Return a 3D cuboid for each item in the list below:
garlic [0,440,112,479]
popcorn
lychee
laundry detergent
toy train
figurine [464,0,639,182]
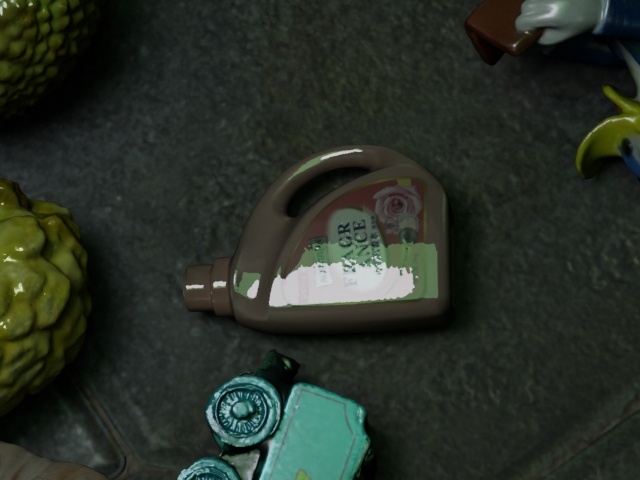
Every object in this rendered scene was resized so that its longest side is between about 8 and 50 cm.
[{"bbox_3d":[-0.286,0.296,1.527,0.322,0.241,0.322,13,65,-30],"label":"garlic"},{"bbox_3d":[-0.336,0.071,1.615,0.286,0.174,0.225,-11,42,6],"label":"popcorn"},{"bbox_3d":[-0.323,-0.230,1.682,0.270,0.320,0.270,1,83,-10],"label":"lychee"},{"bbox_3d":[0.000,0.000,1.662,0.237,0.076,0.171,-2,72,10],"label":"laundry detergent"},{"bbox_3d":[-0.038,0.199,1.592,0.154,0.107,0.198,22,78,6],"label":"toy train"},{"bbox_3d":[0.274,-0.175,1.617,0.283,0.204,0.338,-13,83,-22],"label":"figurine"}]
